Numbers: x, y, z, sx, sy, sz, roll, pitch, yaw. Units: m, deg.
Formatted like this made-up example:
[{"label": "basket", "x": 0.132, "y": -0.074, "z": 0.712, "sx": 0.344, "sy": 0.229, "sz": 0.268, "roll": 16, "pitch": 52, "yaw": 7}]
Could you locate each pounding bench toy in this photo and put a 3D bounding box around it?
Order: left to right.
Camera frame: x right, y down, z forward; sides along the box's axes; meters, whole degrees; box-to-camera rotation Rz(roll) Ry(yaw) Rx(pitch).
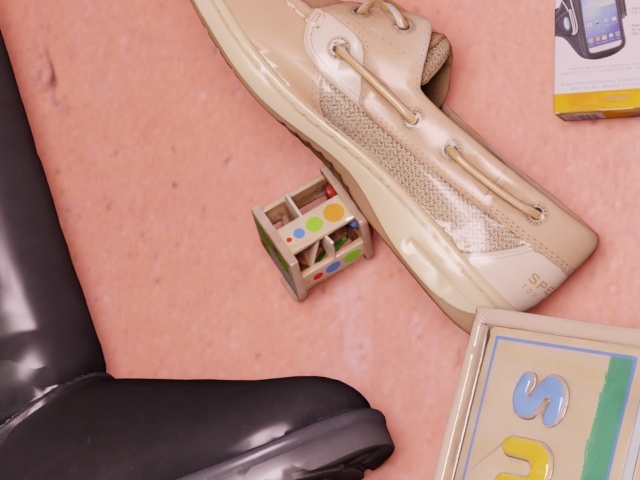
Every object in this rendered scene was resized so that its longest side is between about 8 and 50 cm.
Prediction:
[{"label": "pounding bench toy", "x": 0.000, "y": 0.000, "z": 1.138, "sx": 0.065, "sy": 0.083, "sz": 0.052, "roll": -30, "pitch": 63, "yaw": -9}]

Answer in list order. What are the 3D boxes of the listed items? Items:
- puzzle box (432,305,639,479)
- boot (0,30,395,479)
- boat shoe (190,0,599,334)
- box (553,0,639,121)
[{"label": "puzzle box", "x": 0.144, "y": 0.246, "z": 0.915, "sx": 0.272, "sy": 0.052, "sz": 0.409, "roll": 5, "pitch": 78, "yaw": 49}, {"label": "boot", "x": -0.185, "y": 0.010, "z": 1.183, "sx": 0.367, "sy": 0.146, "sz": 0.445, "roll": -26, "pitch": 73, "yaw": 19}, {"label": "boat shoe", "x": 0.037, "y": -0.096, "z": 1.097, "sx": 0.110, "sy": 0.121, "sz": 0.341, "roll": -42, "pitch": 82, "yaw": 12}, {"label": "box", "x": 0.186, "y": -0.143, "z": 1.068, "sx": 0.081, "sy": 0.028, "sz": 0.136, "roll": -2, "pitch": 78, "yaw": 24}]
